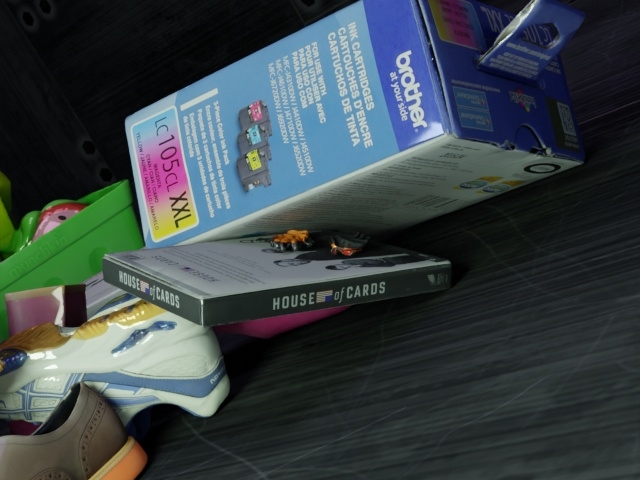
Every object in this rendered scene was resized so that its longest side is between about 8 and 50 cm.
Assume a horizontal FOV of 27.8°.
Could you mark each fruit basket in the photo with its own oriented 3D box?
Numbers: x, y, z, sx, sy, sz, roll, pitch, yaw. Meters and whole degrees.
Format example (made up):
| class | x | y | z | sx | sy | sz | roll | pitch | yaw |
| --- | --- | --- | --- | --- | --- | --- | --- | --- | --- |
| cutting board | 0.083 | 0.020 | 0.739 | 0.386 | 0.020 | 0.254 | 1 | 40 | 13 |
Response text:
| class | x | y | z | sx | sy | sz | roll | pitch | yaw |
| --- | --- | --- | --- | --- | --- | --- | --- | --- | --- |
| fruit basket | -0.473 | 0.004 | 1.867 | 0.392 | 0.392 | 0.283 | -37 | 12 | -29 |

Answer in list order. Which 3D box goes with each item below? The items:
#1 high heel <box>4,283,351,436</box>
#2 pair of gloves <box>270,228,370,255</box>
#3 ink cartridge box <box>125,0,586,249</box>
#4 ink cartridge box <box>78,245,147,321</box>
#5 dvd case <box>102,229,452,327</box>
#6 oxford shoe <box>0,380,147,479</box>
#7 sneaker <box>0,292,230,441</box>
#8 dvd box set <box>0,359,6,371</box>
| class | x | y | z | sx | sy | sz | roll | pitch | yaw |
| --- | --- | --- | --- | --- | --- | --- | --- | --- | --- |
| high heel | -0.132 | 0.121 | 1.248 | 0.377 | 0.181 | 0.127 | -7 | -2 | 21 |
| pair of gloves | 0.000 | 0.000 | 1.116 | 0.083 | 0.010 | 0.074 | 4 | 11 | 12 |
| ink cartridge box | 0.058 | -0.103 | 1.188 | 0.395 | 0.151 | 0.270 | -19 | -12 | 33 |
| ink cartridge box | -0.250 | 0.093 | 1.572 | 0.160 | 0.093 | 0.219 | -28 | 12 | 12 |
| dvd case | -0.037 | 0.026 | 1.084 | 0.238 | 0.030 | 0.179 | -7 | 14 | -33 |
| oxford shoe | -0.259 | 0.214 | 1.022 | 0.097 | 0.098 | 0.271 | -21 | 14 | 43 |
| sneaker | -0.220 | 0.139 | 1.161 | 0.296 | 0.131 | 0.112 | -18 | 15 | 25 |
| dvd box set | -0.479 | 0.221 | 1.131 | 0.420 | 0.062 | 0.307 | -51 | 28 | -15 |
